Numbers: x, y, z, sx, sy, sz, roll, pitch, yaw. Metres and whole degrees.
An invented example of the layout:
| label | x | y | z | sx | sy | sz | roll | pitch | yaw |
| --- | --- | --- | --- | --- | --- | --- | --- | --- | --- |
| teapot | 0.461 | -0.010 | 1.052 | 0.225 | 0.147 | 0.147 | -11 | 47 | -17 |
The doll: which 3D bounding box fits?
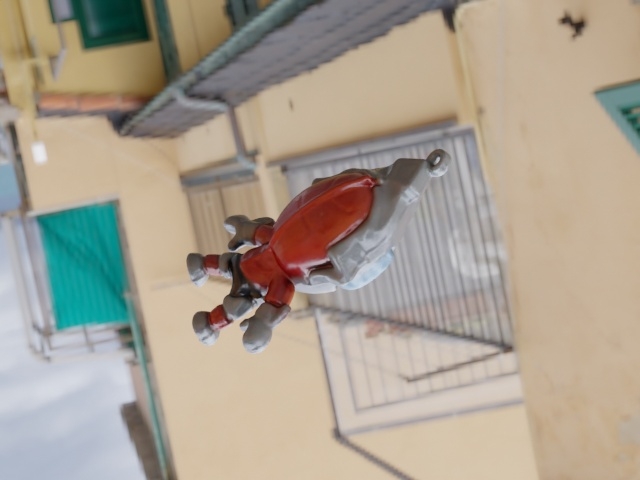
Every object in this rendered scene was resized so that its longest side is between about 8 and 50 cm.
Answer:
| label | x | y | z | sx | sy | sz | roll | pitch | yaw |
| --- | --- | --- | --- | --- | --- | --- | --- | --- | --- |
| doll | 0.001 | 0.001 | 0.429 | 0.114 | 0.039 | 0.057 | -28 | -161 | 17 |
